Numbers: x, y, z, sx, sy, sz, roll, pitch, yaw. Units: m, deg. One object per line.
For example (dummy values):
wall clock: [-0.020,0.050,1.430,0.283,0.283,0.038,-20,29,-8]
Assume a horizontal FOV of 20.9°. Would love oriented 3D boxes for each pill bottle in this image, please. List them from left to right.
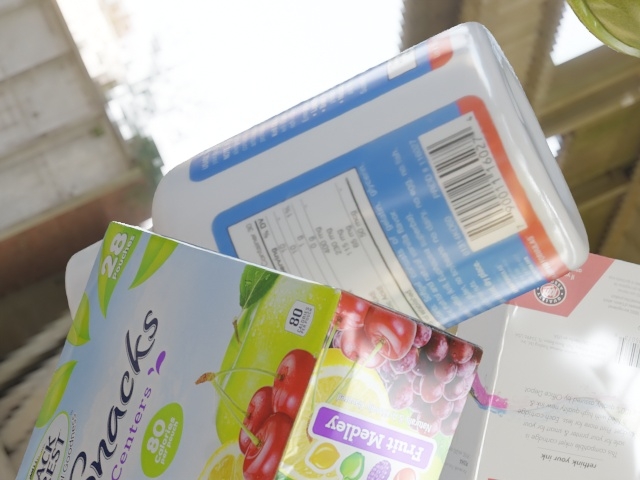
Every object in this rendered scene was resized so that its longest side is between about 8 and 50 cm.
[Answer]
pill bottle: [0.000,0.000,0.798,0.124,0.221,0.124,60,13,-24]

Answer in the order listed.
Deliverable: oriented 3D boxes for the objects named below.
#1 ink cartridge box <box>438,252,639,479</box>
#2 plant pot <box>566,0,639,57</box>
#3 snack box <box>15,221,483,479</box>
ink cartridge box: [0.131,0.105,0.992,0.067,0.115,0.198,-175,-82,-72]
plant pot: [0.406,-0.250,1.193,0.353,0.366,0.366,30,-31,42]
snack box: [-0.049,0.109,0.616,0.070,0.207,0.174,23,-4,-32]
